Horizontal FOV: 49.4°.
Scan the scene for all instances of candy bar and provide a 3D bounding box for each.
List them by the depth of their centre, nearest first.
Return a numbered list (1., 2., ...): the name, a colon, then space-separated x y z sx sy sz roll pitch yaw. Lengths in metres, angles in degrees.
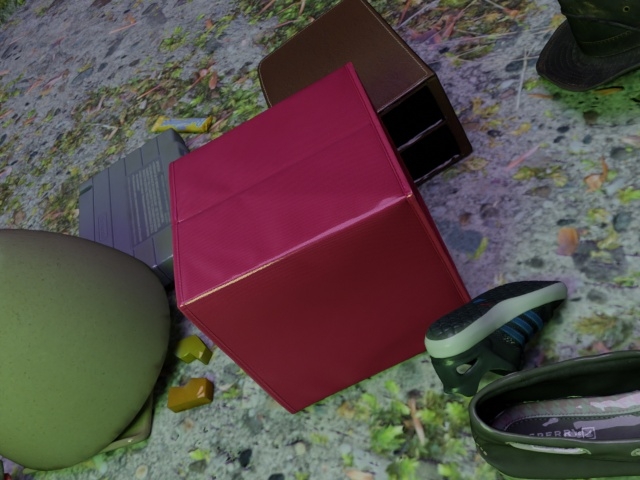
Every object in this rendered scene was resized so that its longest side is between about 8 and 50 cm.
1. candy bar: -0.272 -0.229 1.373 0.161 0.018 0.040 8 59 38

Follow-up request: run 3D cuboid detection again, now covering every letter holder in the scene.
1. letter holder: 0.048 -0.203 1.048 0.214 0.152 0.302 -33 43 7

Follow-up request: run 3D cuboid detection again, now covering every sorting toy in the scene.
1. sorting toy: -0.292 0.195 1.002 0.307 0.041 0.229 -20 46 18

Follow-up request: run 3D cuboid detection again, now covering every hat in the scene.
1. hat: 0.408 -0.340 0.887 0.331 0.134 0.331 -31 25 16

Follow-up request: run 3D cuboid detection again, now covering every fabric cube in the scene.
1. fabric cube: 0.000 0.000 0.826 0.258 0.254 0.259 -28 43 10

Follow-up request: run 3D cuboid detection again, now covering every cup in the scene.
1. cup: -0.406 0.114 0.934 0.330 0.237 0.331 -13 56 21

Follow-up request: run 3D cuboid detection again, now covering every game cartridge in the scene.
1. game cartridge: -0.310 -0.038 1.202 0.230 0.068 0.355 -27 42 4

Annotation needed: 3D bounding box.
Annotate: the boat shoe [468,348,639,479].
1. boat shoe: 0.296 0.150 0.619 0.334 0.095 0.112 -16 47 21

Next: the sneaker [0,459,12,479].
1. sneaker: -0.457 0.355 0.920 0.313 0.116 0.136 4 55 36

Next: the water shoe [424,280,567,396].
1. water shoe: 0.189 0.099 0.734 0.203 0.080 0.072 -18 8 -33
